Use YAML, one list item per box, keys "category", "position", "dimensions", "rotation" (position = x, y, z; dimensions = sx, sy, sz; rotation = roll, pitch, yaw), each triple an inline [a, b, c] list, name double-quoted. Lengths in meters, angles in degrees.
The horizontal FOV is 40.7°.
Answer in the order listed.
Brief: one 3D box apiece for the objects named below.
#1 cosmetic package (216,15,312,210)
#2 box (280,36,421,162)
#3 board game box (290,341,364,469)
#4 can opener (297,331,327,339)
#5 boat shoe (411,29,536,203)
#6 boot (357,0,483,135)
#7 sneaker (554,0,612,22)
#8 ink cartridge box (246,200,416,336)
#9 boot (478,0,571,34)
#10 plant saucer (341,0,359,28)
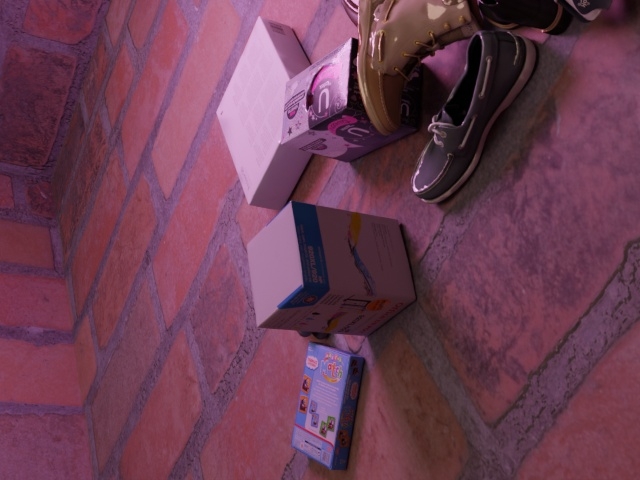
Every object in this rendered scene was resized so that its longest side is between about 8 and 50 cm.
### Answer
- category: "cosmetic package"
  position: [-0.116, -0.297, 1.998]
  dimensions: [0.284, 0.098, 0.377]
  rotation: [-58, 36, 31]
- category: "box"
  position: [0.052, -0.254, 1.623]
  dimensions: [0.247, 0.163, 0.142]
  rotation: [-20, 63, 57]
- category: "board game box"
  position: [0.011, 0.310, 1.647]
  dimensions: [0.160, 0.039, 0.211]
  rotation: [8, 89, 60]
- category: "can opener"
  position: [-0.060, 0.106, 1.798]
  dimensions: [0.280, 0.074, 0.093]
  rotation: [52, 125, 53]
- category: "boat shoe"
  position: [0.216, -0.197, 1.385]
  dimensions: [0.319, 0.099, 0.116]
  rotation: [-59, 36, 32]
- category: "boot"
  position: [0.169, -0.315, 1.436]
  dimensions: [0.204, 0.095, 0.261]
  rotation: [-8, 73, 25]
- category: "sneaker"
  position: [0.316, -0.355, 1.157]
  dimensions: [0.153, 0.235, 0.094]
  rotation: [61, 152, 32]
- category: "ink cartridge box"
  position: [0.017, 0.056, 1.519]
  dimensions: [0.171, 0.233, 0.168]
  rotation: [-43, 48, 46]
- category: "boot"
  position: [0.268, -0.371, 1.311]
  dimensions: [0.198, 0.137, 0.076]
  rotation: [33, 110, 60]
- category: "plant saucer"
  position: [0.125, -0.545, 1.649]
  dimensions: [0.311, 0.050, 0.310]
  rotation: [-2, 87, 51]
